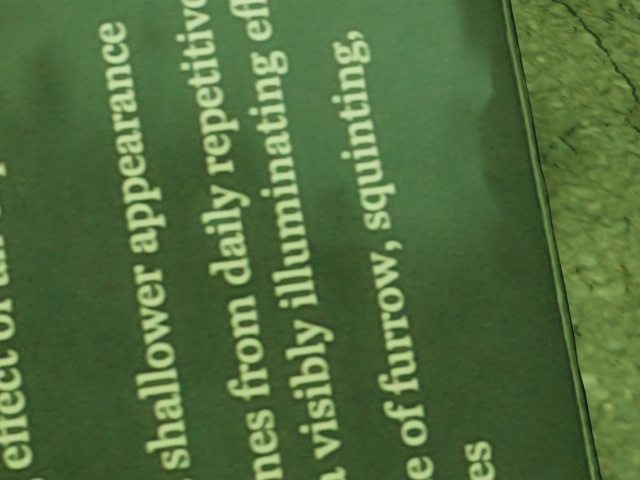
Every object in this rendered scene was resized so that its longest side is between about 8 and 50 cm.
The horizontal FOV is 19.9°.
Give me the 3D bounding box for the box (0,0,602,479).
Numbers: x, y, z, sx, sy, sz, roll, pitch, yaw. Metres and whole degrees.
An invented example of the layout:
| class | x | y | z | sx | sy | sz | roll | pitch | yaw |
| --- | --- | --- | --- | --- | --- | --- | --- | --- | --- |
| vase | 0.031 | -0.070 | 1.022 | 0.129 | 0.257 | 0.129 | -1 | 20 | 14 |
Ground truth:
| class | x | y | z | sx | sy | sz | roll | pitch | yaw |
| --- | --- | --- | --- | --- | --- | --- | --- | --- | --- |
| box | -0.145 | 0.092 | 0.439 | 0.396 | 0.212 | 0.293 | -7 | 79 | -11 |
